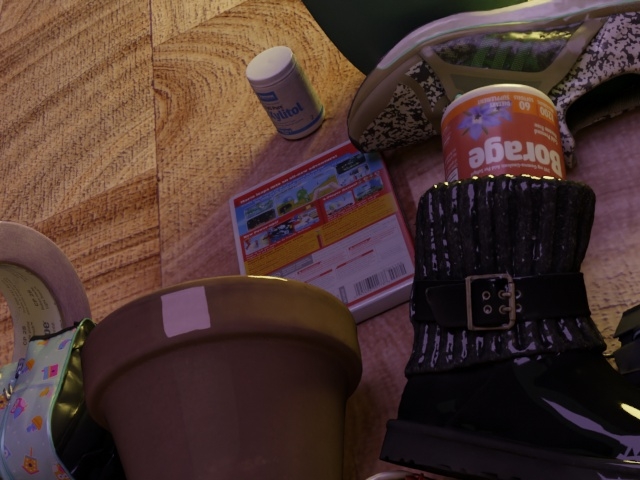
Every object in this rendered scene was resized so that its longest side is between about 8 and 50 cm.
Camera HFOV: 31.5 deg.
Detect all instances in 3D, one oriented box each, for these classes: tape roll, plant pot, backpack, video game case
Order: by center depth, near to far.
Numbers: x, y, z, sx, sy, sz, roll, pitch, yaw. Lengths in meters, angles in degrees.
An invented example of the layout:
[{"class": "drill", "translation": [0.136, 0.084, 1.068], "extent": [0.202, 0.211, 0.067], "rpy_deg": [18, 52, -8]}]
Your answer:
[{"class": "plant pot", "translation": [-0.078, 0.192, 1.019], "extent": [0.263, 0.263, 0.229], "rpy_deg": [-20, 59, 16]}, {"class": "backpack", "translation": [-0.257, 0.198, 1.165], "extent": [0.144, 0.166, 0.188], "rpy_deg": [-23, 36, 14]}, {"class": "tape roll", "translation": [-0.379, 0.116, 1.247], "extent": [0.090, 0.274, 0.274], "rpy_deg": [0, 48, 34]}, {"class": "video game case", "translation": [0.000, 0.000, 1.315], "extent": [0.204, 0.025, 0.285], "rpy_deg": [-25, 39, 10]}, {"class": "plant pot", "translation": [0.124, -0.321, 1.403], "extent": [0.293, 0.235, 0.293], "rpy_deg": [-19, 41, 17]}]

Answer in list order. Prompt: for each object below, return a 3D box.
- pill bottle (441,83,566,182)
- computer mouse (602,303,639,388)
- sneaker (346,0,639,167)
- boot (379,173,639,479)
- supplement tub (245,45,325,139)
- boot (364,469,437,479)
[{"class": "pill bottle", "translation": [0.186, -0.037, 1.128], "extent": [0.121, 0.121, 0.216], "rpy_deg": [-14, 59, 22]}, {"class": "computer mouse", "translation": [0.300, 0.108, 0.969], "extent": [0.262, 0.060, 0.184], "rpy_deg": [-5, 45, 30]}, {"class": "sneaker", "translation": [0.221, -0.158, 1.252], "extent": [0.410, 0.158, 0.182], "rpy_deg": [-20, 59, 19]}, {"class": "boot", "translation": [0.212, 0.078, 0.915], "extent": [0.348, 0.131, 0.260], "rpy_deg": [6, 74, 31]}, {"class": "supplement tub", "translation": [-0.045, -0.191, 1.481], "extent": [0.071, 0.107, 0.071], "rpy_deg": [-19, 41, 17]}, {"class": "boot", "translation": [0.105, 0.228, 0.955], "extent": [0.158, 0.084, 0.059], "rpy_deg": [-8, 43, 25]}]
